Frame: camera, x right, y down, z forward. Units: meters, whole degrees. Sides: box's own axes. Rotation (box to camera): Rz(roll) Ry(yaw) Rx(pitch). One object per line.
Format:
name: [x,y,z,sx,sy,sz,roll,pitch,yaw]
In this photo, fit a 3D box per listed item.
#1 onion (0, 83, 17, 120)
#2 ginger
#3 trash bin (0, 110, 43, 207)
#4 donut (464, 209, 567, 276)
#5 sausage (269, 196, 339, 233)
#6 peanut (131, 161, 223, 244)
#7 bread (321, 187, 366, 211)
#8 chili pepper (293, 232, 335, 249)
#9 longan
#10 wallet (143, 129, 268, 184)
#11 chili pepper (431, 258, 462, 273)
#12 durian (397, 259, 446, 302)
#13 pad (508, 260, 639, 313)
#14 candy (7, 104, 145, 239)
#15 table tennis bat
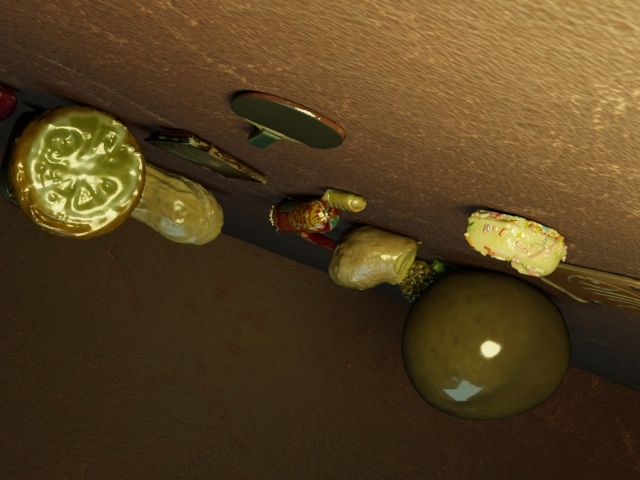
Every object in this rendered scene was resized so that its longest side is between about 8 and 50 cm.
onion: [-0.672,-0.280,1.901,0.107,0.097,0.107,2,163,1]
ginger: [0.098,0.037,1.979,0.152,0.138,0.267,18,172,-35]
trash bin: [-0.555,-0.161,2.090,0.250,0.220,0.219,9,172,30]
donut: [0.294,0.010,1.353,0.166,0.065,0.108,25,172,-42]
sausage: [-0.024,-0.052,1.885,0.083,0.083,0.264,22,172,-20]
peanut: [-0.401,-0.101,2.336,0.339,0.158,0.174,24,-164,-1]
bread: [0.042,-0.069,1.668,0.088,0.034,0.049,15,179,39]
chili pepper: [0.000,0.000,2.515,0.178,0.027,0.045,24,177,-32]
longan: [0.342,0.219,1.974,0.360,0.361,0.361,20,174,2]
wallet: [-0.209,-0.157,1.744,0.121,0.031,0.232,11,172,37]
chili pepper: [0.290,0.067,2.115,0.091,0.030,0.034,19,150,-9]
durian: [0.222,0.100,2.272,0.208,0.102,0.146,17,160,37]
pad: [0.506,0.089,1.628,0.284,0.018,0.286,26,171,-41]
candy: [-0.457,-0.128,1.766,0.259,0.260,0.118,22,179,-18]
table tennis bat: [-0.056,-0.154,1.273,0.154,0.021,0.274,22,172,-14]
